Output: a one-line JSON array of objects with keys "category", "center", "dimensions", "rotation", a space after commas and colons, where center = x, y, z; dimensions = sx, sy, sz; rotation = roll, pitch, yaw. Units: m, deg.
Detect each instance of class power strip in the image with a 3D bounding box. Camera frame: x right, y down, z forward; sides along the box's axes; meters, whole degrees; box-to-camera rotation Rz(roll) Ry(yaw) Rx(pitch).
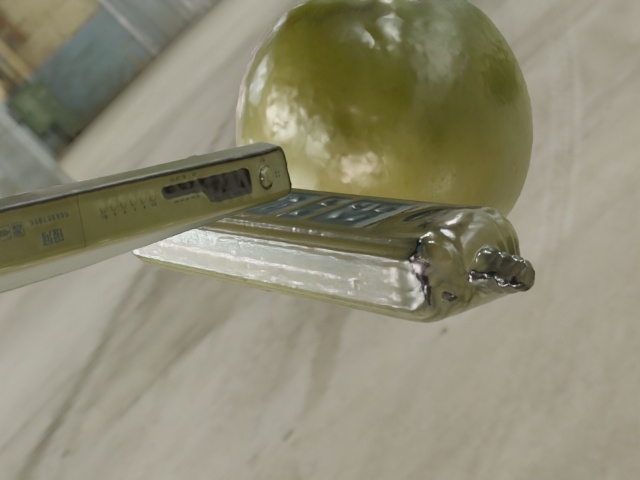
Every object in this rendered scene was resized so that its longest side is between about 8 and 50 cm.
[{"category": "power strip", "center": [0.000, 0.000, 1.071], "dimensions": [0.092, 0.066, 0.388], "rotation": [-20, 19, -37]}]

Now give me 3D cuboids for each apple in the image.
[{"category": "apple", "center": [0.043, -0.112, 1.513], "dimensions": [0.295, 0.257, 0.233], "rotation": [0, 11, 32]}]

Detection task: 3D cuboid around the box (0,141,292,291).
[{"category": "box", "center": [-0.167, 0.001, 0.873], "dimensions": [0.211, 0.045, 0.270], "rotation": [-17, 1, 36]}]
